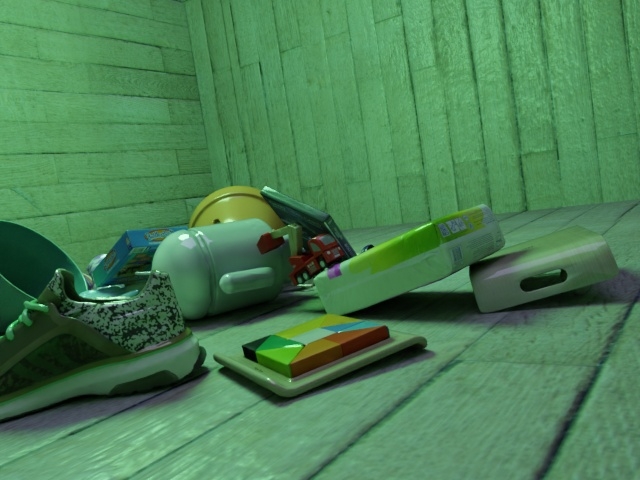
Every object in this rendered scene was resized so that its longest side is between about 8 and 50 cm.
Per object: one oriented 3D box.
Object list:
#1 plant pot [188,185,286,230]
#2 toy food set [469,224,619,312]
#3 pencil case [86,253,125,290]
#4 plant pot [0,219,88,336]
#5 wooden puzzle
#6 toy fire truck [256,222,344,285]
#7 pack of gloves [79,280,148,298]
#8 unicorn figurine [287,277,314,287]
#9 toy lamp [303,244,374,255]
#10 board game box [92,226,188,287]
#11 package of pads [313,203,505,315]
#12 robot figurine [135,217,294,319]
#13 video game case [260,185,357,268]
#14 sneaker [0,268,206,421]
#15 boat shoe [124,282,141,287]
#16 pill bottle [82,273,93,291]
[{"bbox_3d":[-0.214,0.016,1.542,0.290,0.291,0.203,-9,20,-8],"label":"plant pot"},{"bbox_3d":[0.393,0.057,1.047,0.219,0.092,0.306,-19,0,15],"label":"toy food set"},{"bbox_3d":[-0.552,0.119,1.476,0.088,0.086,0.206,-28,38,-6],"label":"pencil case"},{"bbox_3d":[-0.752,0.121,1.387,0.195,0.290,0.290,-44,0,7],"label":"plant pot"},{"bbox_3d":[-0.007,0.147,0.803,0.238,0.044,0.221,-11,5,-29],"label":"wooden puzzle"},{"bbox_3d":[-0.044,0.016,1.149,0.047,0.135,0.192,-22,-10,-40],"label":"toy fire truck"},{"bbox_3d":[-0.476,0.128,1.298,0.232,0.046,0.195,-11,22,-10],"label":"pack of gloves"},{"bbox_3d":[-0.049,0.095,1.458,0.111,0.060,0.162,-1,-16,38],"label":"unicorn figurine"},{"bbox_3d":[0.029,0.055,1.692,0.274,0.080,0.080,-7,5,32],"label":"toy lamp"},{"bbox_3d":[-0.428,0.040,1.370,0.160,0.047,0.210,-6,-25,-47],"label":"board game box"},{"bbox_3d":[0.168,0.039,1.065,0.296,0.101,0.229,-26,-6,42],"label":"package of pads"},{"bbox_3d":[-0.222,0.062,1.285,0.353,0.200,0.300,-12,13,-34],"label":"robot figurine"},{"bbox_3d":[0.000,0.000,1.236,0.196,0.274,0.026,26,71,39],"label":"video game case"},{"bbox_3d":[-0.379,0.132,0.807,0.410,0.182,0.158,-10,5,-13],"label":"sneaker"},{"bbox_3d":[-0.491,0.128,1.576,0.285,0.105,0.089,-8,-13,26],"label":"boat shoe"},{"bbox_3d":[-0.729,0.158,1.629,0.108,0.108,0.193,-8,5,3],"label":"pill bottle"}]
